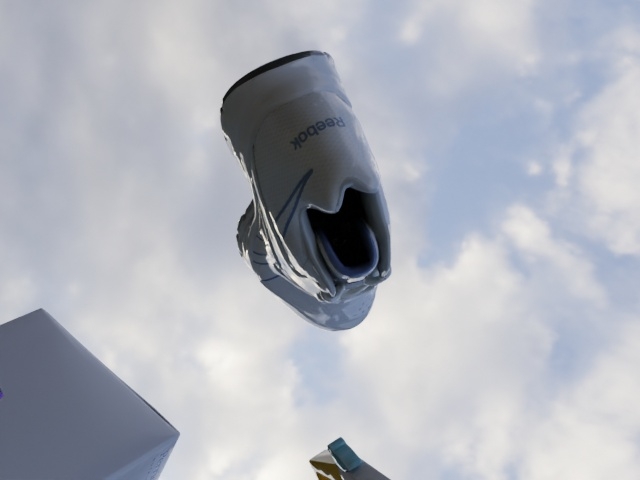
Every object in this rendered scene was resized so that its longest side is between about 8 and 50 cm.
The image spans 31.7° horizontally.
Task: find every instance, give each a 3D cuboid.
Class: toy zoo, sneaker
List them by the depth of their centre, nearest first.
[{"bbox_3d":[0.000,0.000,0.826,0.111,0.297,0.129,-26,-122,-6],"label":"sneaker"},{"bbox_3d":[0.075,0.367,1.377,0.192,0.030,0.293,6,-58,64],"label":"toy zoo"}]

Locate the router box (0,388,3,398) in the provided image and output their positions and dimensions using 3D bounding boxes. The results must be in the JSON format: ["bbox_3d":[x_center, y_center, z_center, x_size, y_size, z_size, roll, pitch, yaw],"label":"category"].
[{"bbox_3d":[-0.240,0.041,0.509,0.179,0.046,0.133,-13,-63,44],"label":"router box"}]

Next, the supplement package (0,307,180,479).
[{"bbox_3d":[-0.283,0.207,0.860,0.175,0.293,0.178,38,-58,18],"label":"supplement package"}]
